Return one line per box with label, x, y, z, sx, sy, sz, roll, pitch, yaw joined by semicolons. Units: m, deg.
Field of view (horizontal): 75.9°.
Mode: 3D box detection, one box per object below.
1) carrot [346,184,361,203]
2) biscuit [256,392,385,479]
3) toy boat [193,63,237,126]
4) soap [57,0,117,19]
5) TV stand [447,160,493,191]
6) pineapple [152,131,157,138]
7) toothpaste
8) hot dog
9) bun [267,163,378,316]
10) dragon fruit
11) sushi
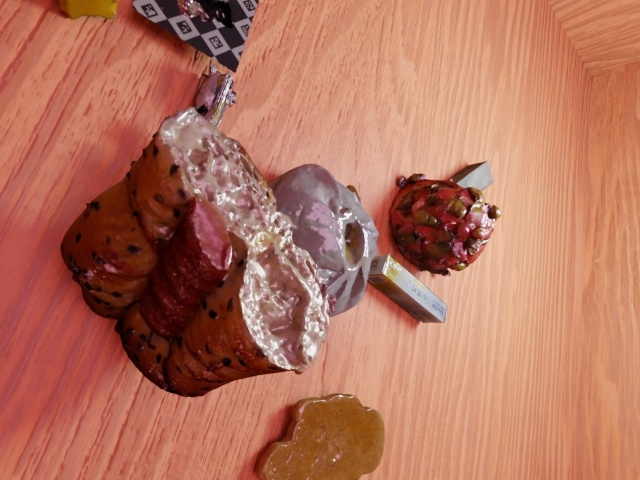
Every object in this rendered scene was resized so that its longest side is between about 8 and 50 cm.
carrot;0.093;-0.059;1.106;0.060;0.060;0.186;-7;84;-41
biscuit;0.013;0.502;0.976;0.376;0.051;0.269;10;81;-38
toy boat;-0.235;-0.255;0.843;0.066;0.084;0.210;34;71;-58
soap;-0.409;-0.547;0.643;0.096;0.204;0.324;-20;97;-29
TV stand;0.515;-0.198;1.464;0.269;0.083;0.088;-32;107;-39
pineapple;-0.208;-0.076;0.768;0.310;0.170;0.141;54;33;7
toothpaste;0.251;0.151;1.196;0.313;0.089;0.071;39;57;-30
hot dog;-0.217;0.063;0.623;0.367;0.365;0.196;60;38;-6
bun;-0.005;-0.001;0.925;0.354;0.194;0.354;6;81;-41
dragon fruit;0.402;-0.054;1.231;0.314;0.263;0.296;36;63;-31
sushi;-0.257;-0.491;0.866;0.219;0.047;0.231;24;66;-31
